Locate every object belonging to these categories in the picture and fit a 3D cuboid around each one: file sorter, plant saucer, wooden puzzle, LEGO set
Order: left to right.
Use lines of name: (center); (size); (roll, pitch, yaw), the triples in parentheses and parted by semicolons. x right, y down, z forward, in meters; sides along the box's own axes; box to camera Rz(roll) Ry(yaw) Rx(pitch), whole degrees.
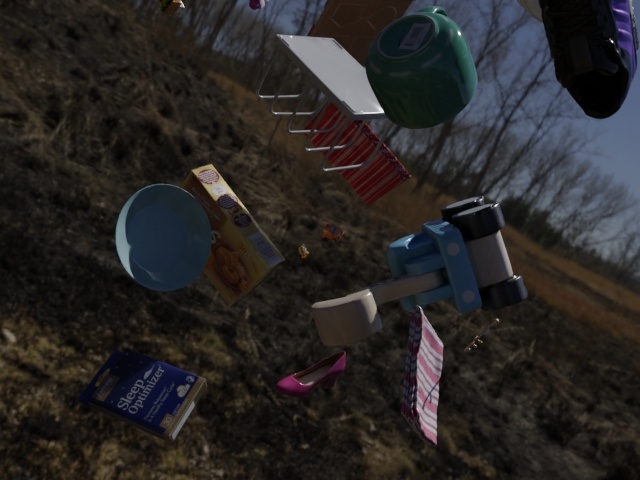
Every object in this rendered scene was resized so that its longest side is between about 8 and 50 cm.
plant saucer: (-0.289, -0.004, 1.227); (0.195, 0.194, 0.037); (20, -16, -40)
LEGO set: (-0.255, -0.532, 1.402); (0.287, 0.132, 0.107); (4, 35, 28)
file sorter: (0.011, -0.313, 1.540); (0.193, 0.173, 0.277); (-14, 56, -47)
wooden puzzle: (0.096, -0.683, 2.161); (0.322, 0.348, 0.080); (-11, 68, -37)

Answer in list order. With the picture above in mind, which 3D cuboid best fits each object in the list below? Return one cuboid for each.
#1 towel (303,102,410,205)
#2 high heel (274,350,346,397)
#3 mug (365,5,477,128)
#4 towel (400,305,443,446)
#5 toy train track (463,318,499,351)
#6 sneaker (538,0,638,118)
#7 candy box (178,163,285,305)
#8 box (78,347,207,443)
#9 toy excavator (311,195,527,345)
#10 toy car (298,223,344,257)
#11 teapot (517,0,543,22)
towel: (0.084, -0.224, 1.732); (0.275, 0.031, 0.199); (48, -33, -5)
high heel: (-0.024, 0.382, 1.957); (0.244, 0.117, 0.082); (4, 23, -40)
mug: (0.119, -0.229, 0.851); (0.097, 0.130, 0.157); (51, 17, -49)
towel: (0.176, 0.225, 1.121); (0.029, 0.197, 0.144); (-5, -35, 24)
toy train track: (0.288, 0.171, 1.201); (0.014, 0.083, 0.048); (45, 21, 10)
sneaker: (0.311, -0.263, 0.794); (0.102, 0.146, 0.293); (-7, -41, 37)
candy box: (-0.256, -0.014, 1.729); (0.316, 0.183, 0.088); (52, 36, 7)
box: (-0.358, 0.299, 1.346); (0.225, 0.136, 0.036); (17, -39, 17)
toy excavator: (0.208, 0.088, 1.476); (0.445, 0.222, 0.433); (-19, 7, 3)
toy car: (0.000, 0.000, 1.734); (0.060, 0.122, 0.040); (33, -19, 52)
teapot: (0.461, -0.483, 1.249); (0.256, 0.187, 0.252); (9, -25, 19)
